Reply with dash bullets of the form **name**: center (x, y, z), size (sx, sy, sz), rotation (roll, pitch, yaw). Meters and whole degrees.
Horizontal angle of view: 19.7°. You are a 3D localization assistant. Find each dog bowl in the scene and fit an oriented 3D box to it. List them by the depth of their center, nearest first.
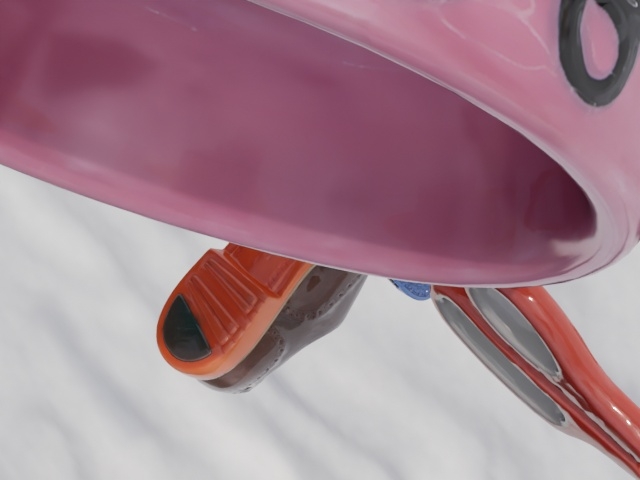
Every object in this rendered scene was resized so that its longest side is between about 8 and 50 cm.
- **dog bowl**: center (-0.034, -0.107, 0.659), size (0.408, 0.150, 0.408), rotation (15, 168, 3)

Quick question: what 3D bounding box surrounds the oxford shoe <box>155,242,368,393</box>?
- **oxford shoe**: center (0.000, 0.000, 1.336), size (0.097, 0.271, 0.098), rotation (48, -176, 36)

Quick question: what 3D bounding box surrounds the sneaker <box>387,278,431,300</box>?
- **sneaker**: center (0.066, -0.027, 2.204), size (0.232, 0.081, 0.090), rotation (55, 167, -29)

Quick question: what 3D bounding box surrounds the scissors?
- **scissors**: center (0.163, 0.110, 0.841), size (0.297, 0.021, 0.109), rotation (43, 162, 10)
